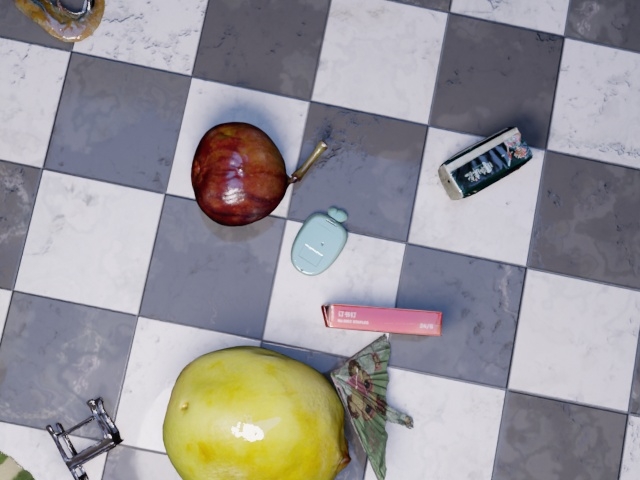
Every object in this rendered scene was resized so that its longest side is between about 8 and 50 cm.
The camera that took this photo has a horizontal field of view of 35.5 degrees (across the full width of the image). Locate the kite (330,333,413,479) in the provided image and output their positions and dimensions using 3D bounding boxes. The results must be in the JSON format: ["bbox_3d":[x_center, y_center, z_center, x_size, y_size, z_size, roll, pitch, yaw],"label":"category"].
[{"bbox_3d":[0.101,0.300,1.882,0.013,0.267,0.323,-20,48,32],"label":"kite"}]

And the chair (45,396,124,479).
[{"bbox_3d":[-0.417,0.423,1.878,0.113,0.106,0.229,-29,86,-5],"label":"chair"}]

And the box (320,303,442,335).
[{"bbox_3d":[0.115,0.154,1.940,0.229,0.123,0.050,5,84,-2],"label":"box"}]

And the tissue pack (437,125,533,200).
[{"bbox_3d":[0.326,-0.152,2.008,0.170,0.103,0.091,-27,88,-7],"label":"tissue pack"}]

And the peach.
[{"bbox_3d":[-0.114,0.338,1.818,0.315,0.282,0.314,-8,121,18],"label":"peach"}]

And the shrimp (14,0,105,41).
[{"bbox_3d":[-0.542,-0.503,2.035,0.219,0.046,0.152,32,82,-2],"label":"shrimp"}]

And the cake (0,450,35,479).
[{"bbox_3d":[-0.672,0.544,1.872,0.158,0.172,0.283,44,49,-3],"label":"cake"}]

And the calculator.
[{"bbox_3d":[0.000,0.000,2.006,0.095,0.021,0.153,33,84,1],"label":"calculator"}]

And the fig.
[{"bbox_3d":[-0.129,-0.120,1.956,0.249,0.186,0.204,11,64,-34],"label":"fig"}]
